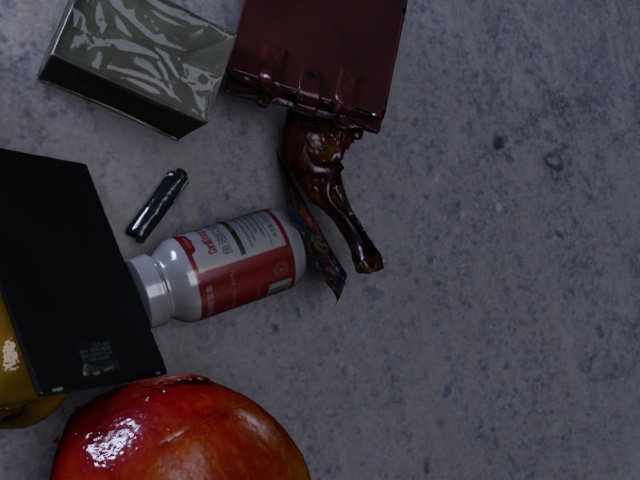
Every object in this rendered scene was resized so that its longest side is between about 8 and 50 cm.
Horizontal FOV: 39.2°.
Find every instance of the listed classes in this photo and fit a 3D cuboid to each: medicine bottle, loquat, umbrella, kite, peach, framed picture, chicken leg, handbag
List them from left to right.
[{"bbox_3d":[-0.411,0.145,1.167,0.208,0.208,0.208,2,85,-25],"label":"loquat"},{"bbox_3d":[-0.335,0.033,1.175,0.255,0.014,0.339,4,59,-66],"label":"framed picture"},{"bbox_3d":[-0.246,-0.054,1.356,0.036,0.031,0.133,41,70,-19],"label":"umbrella"},{"bbox_3d":[-0.186,0.348,1.188,0.369,0.370,0.370,2,85,-25],"label":"peach"},{"bbox_3d":[-0.154,0.042,1.336,0.250,0.131,0.131,-18,94,-25],"label":"medicine bottle"},{"bbox_3d":[-0.002,-0.314,1.398,0.260,0.084,0.276,17,62,-8],"label":"handbag"},{"bbox_3d":[0.000,0.000,1.409,0.016,0.321,0.234,-28,143,11],"label":"kite"},{"bbox_3d":[0.018,-0.135,1.430,0.157,0.096,0.407,-3,73,-14],"label":"chicken leg"}]

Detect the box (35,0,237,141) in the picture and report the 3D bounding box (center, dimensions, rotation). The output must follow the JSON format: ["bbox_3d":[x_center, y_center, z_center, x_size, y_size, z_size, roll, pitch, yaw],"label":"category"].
[{"bbox_3d":[-0.265,-0.267,1.299,0.231,0.149,0.156,24,77,-22],"label":"box"}]
